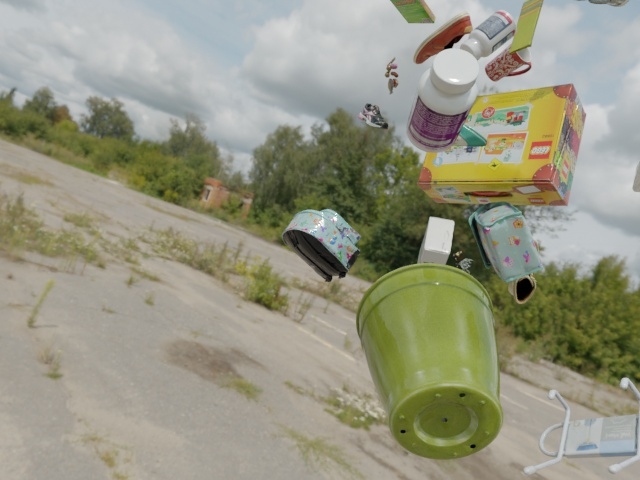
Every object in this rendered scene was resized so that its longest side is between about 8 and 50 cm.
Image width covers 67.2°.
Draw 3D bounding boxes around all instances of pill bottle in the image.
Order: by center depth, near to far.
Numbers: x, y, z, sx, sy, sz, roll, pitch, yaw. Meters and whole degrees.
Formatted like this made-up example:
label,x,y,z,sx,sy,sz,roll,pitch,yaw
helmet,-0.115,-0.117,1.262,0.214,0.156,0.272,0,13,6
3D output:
label,x,y,z,sx,sy,sz,roll,pitch,yaw
pill bottle,0.357,-0.403,1.407,0.169,0.169,0.301,20,-21,7
pill bottle,0.589,-0.715,1.701,0.108,0.180,0.108,51,-2,2

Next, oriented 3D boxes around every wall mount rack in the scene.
label,x,y,z,sx,sy,sz,roll,pitch,yaw
wall mount rack,0.666,0.491,1.198,0.130,0.304,0.350,51,-44,-7

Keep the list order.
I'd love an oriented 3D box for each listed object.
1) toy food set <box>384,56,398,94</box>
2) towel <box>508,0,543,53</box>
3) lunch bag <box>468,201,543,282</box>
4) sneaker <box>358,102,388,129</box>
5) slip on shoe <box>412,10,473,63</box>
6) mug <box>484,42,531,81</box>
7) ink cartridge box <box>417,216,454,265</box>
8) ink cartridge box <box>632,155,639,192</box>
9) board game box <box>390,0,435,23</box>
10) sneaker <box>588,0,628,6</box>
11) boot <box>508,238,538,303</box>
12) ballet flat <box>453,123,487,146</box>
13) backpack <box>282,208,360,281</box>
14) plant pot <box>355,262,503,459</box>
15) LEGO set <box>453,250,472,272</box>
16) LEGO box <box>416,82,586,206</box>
label,x,y,z,sx,sy,sz,roll,pitch,yaw
toy food set,0.264,-0.615,1.786,0.019,0.122,0.078,1,-17,-27
towel,0.809,-0.847,1.883,0.021,0.237,0.102,23,-10,-25
lunch bag,0.619,-0.006,1.648,0.160,0.223,0.262,-23,11,9
sneaker,0.217,-0.507,1.949,0.072,0.077,0.178,2,30,-37
slip on shoe,0.537,-0.874,2.138,0.123,0.101,0.331,-28,2,-36
mug,0.834,-0.773,2.127,0.150,0.113,0.169,49,-36,-8
ink cartridge box,0.415,0.043,1.763,0.092,0.160,0.219,12,-37,9
ink cartridge box,0.985,-0.212,1.238,0.273,0.115,0.198,13,-41,27
board game box,0.380,-0.972,2.002,0.124,0.039,0.259,15,8,30
sneaker,0.841,-0.793,1.512,0.132,0.086,0.228,-18,40,-33
boot,0.857,0.125,2.010,0.095,0.262,0.203,18,11,14
ballet flat,0.432,-0.367,1.604,0.247,0.087,0.083,41,2,12
backpack,0.000,0.000,1.706,0.253,0.191,0.225,37,-25,-18
plant pot,0.269,0.303,1.151,0.366,0.366,0.353,20,29,-8
LEGO set,0.444,0.065,1.502,0.083,0.054,0.023,46,-14,36
LEGO box,0.656,-0.335,1.774,0.500,0.372,0.193,7,-17,43
